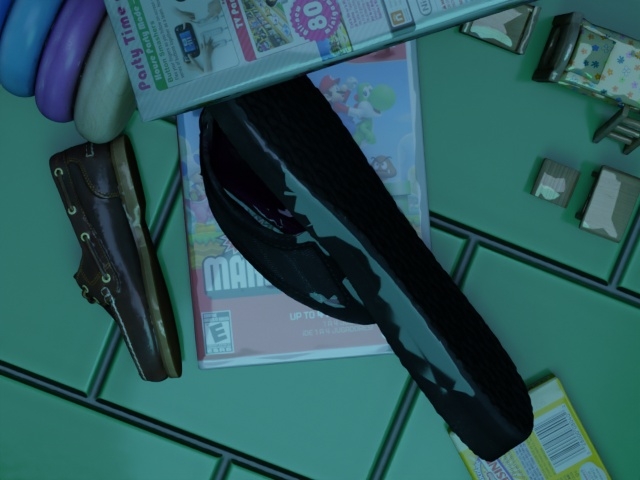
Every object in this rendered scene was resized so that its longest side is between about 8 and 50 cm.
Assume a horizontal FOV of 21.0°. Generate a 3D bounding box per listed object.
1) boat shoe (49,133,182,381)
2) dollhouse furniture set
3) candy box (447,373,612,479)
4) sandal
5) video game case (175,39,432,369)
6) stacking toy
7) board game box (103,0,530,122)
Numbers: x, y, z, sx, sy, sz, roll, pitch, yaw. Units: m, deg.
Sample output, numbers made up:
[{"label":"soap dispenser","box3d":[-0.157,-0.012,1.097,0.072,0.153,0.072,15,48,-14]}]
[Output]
[{"label":"boat shoe","box3d":[-0.167,0.019,1.417,0.073,0.073,0.207,-15,89,1]},{"label":"dollhouse furniture set","box3d":[0.188,-0.102,1.400,0.182,0.101,0.160,20,94,-4]},{"label":"candy box","box3d":[0.201,0.227,1.468,0.105,0.027,0.205,-28,95,3]},{"label":"sandal","box3d":[0.000,0.002,1.355,0.107,0.167,0.445,-34,96,19]},{"label":"video game case","box3d":[-0.013,-0.041,1.438,0.204,0.025,0.285,-5,95,-1]},{"label":"stacking toy","box3d":[-0.291,-0.200,1.367,0.330,0.141,0.141,23,94,1]},{"label":"board game box","box3d":[-0.008,-0.231,1.185,0.303,0.097,0.224,-16,95,9]}]
